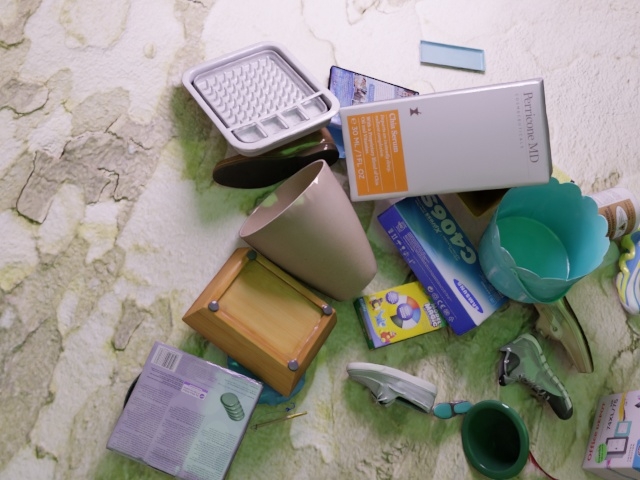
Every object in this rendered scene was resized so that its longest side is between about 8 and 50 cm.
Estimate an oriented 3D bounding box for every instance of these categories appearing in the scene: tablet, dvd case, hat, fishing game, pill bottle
[{"bbox_3d":[0.765,0.039,2.094,0.083,0.006,0.054,-20,80,-20],"label":"tablet"},{"bbox_3d":[0.136,-0.340,2.004,0.253,0.022,0.180,14,61,-15],"label":"dvd case"},{"bbox_3d":[0.454,0.469,1.858,0.184,0.173,0.208,-1,93,-49],"label":"hat"},{"bbox_3d":[-0.122,0.284,1.766,0.189,0.041,0.264,-15,73,-26],"label":"fishing game"},{"bbox_3d":[0.702,-0.052,2.036,0.229,0.131,0.131,-16,79,-19],"label":"pill bottle"}]

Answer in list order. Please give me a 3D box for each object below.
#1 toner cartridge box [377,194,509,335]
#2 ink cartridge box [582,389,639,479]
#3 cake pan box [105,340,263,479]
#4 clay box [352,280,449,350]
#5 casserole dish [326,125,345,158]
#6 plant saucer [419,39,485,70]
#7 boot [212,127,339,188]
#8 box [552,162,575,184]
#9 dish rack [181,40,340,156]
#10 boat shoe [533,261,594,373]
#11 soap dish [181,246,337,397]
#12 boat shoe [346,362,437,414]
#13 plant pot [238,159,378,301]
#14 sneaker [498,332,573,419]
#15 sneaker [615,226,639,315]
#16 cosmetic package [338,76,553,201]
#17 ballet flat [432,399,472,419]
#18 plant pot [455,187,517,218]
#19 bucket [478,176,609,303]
[{"bbox_3d":[0.299,0.043,1.901,0.165,0.075,0.347,-29,83,-43],"label":"toner cartridge box"},{"bbox_3d":[0.787,0.478,1.828,0.197,0.270,0.198,25,69,-6],"label":"ink cartridge box"},{"bbox_3d":[-0.287,0.370,1.652,0.267,0.070,0.245,21,72,2],"label":"cake pan box"},{"bbox_3d":[0.203,0.172,1.877,0.222,0.053,0.127,-15,77,-18],"label":"clay box"},{"bbox_3d":[0.016,-0.278,1.970,0.188,0.037,0.114,36,69,-2],"label":"casserole dish"},{"bbox_3d":[0.359,-0.503,2.139,0.192,0.018,0.067,5,73,-13],"label":"plant saucer"},{"bbox_3d":[-0.117,-0.208,1.879,0.306,0.112,0.115,-15,63,-11],"label":"boot"},{"bbox_3d":[0.557,-0.193,2.078,0.232,0.058,0.087,39,68,-2],"label":"box"},{"bbox_3d":[-0.145,-0.333,1.872,0.286,0.072,0.332,-26,57,-20],"label":"dish rack"},{"bbox_3d":[0.585,0.199,1.955,0.098,0.109,0.302,-27,80,17],"label":"boat shoe"},{"bbox_3d":[-0.123,0.169,1.732,0.291,0.118,0.229,37,57,-1],"label":"soap dish"},{"bbox_3d":[0.162,0.344,1.802,0.228,0.079,0.081,20,66,-12],"label":"boat shoe"},{"bbox_3d":[0.000,0.000,1.791,0.274,0.256,0.256,48,67,-15],"label":"plant pot"},{"bbox_3d":[0.503,0.348,1.899,0.132,0.086,0.228,-21,70,-15],"label":"sneaker"},{"bbox_3d":[0.843,0.072,2.037,0.091,0.126,0.240,10,71,-22],"label":"sneaker"},{"bbox_3d":[0.289,-0.229,1.805,0.454,0.161,0.229,-5,102,20],"label":"cosmetic package"},{"bbox_3d":[0.303,0.399,1.842,0.114,0.041,0.041,0,74,-28],"label":"ballet flat"},{"bbox_3d":[0.422,-0.209,1.953,0.212,0.187,0.212,-39,86,23],"label":"plant pot"},{"bbox_3d":[0.517,0.008,1.849,0.281,0.183,0.281,3,64,-7],"label":"bucket"}]
